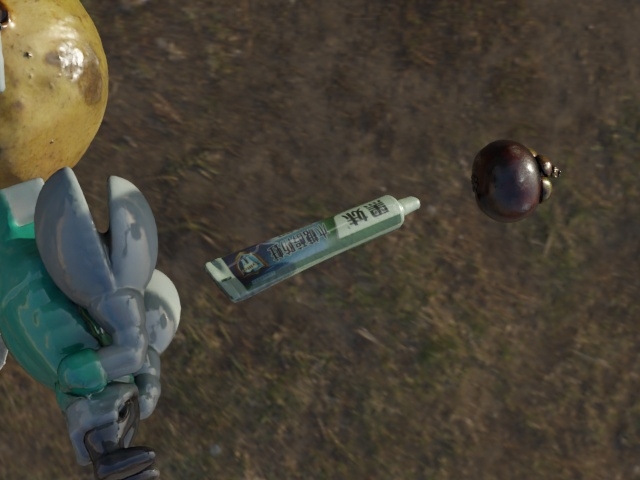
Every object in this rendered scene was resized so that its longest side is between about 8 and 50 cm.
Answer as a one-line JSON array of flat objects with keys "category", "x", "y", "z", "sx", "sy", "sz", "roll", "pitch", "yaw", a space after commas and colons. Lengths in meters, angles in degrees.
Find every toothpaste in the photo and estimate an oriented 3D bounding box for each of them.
[{"category": "toothpaste", "x": 0.000, "y": 0.000, "z": 2.032, "sx": 0.392, "sy": 0.099, "sz": 0.061, "roll": -22, "pitch": 138, "yaw": -26}]

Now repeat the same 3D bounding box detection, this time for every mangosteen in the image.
[{"category": "mangosteen", "x": 0.301, "y": -0.094, "z": 1.909, "sx": 0.140, "sy": 0.140, "sz": 0.140, "roll": -4, "pitch": 101, "yaw": -22}]

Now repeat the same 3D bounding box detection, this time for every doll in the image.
[{"category": "doll", "x": -0.176, "y": 0.067, "z": 0.991, "sx": 0.153, "sy": 0.195, "sz": 0.258, "roll": -18, "pitch": 89, "yaw": -17}]

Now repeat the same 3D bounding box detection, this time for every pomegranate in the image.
[{"category": "pomegranate", "x": -0.376, "y": -0.186, "z": 1.408, "sx": 0.281, "sy": 0.281, "sz": 0.281, "roll": -4, "pitch": 101, "yaw": -22}]

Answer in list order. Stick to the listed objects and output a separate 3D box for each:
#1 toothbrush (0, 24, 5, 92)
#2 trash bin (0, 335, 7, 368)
[{"category": "toothbrush", "x": -0.196, "y": -0.167, "z": 0.691, "sx": 0.022, "sy": 0.017, "sz": 0.204, "roll": -24, "pitch": 137, "yaw": -28}, {"category": "trash bin", "x": -0.645, "y": 0.096, "z": 1.815, "sx": 0.368, "sy": 0.296, "sz": 0.256, "roll": 41, "pitch": 52, "yaw": 5}]
